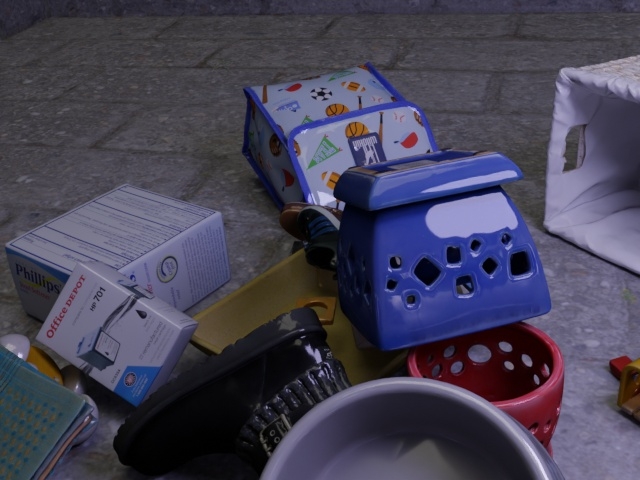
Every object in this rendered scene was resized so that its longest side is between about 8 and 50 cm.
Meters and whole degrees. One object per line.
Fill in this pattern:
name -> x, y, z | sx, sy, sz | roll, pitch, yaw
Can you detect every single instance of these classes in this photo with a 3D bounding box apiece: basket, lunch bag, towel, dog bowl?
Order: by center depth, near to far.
dog bowl -> 0.085, 0.296, 0.802 | 0.348, 0.102, 0.349 | -7, 60, 12
towel -> -0.458, 0.303, 0.959 | 0.271, 0.040, 0.370 | 20, 67, 37
basket -> 0.611, -0.139, 1.417 | 0.266, 0.328, 0.331 | -19, 32, -27
lunch bag -> 0.046, -0.193, 1.713 | 0.327, 0.239, 0.385 | -16, 47, -18

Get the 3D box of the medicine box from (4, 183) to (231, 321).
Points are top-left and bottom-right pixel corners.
medicine box -> -0.357, 0.039, 1.444 | 0.263, 0.149, 0.289 | 17, 37, 34

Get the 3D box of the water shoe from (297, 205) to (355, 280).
water shoe -> 0.000, 0.000, 1.370 | 0.080, 0.073, 0.203 | -25, 33, -23

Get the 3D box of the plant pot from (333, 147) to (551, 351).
plant pot -> 0.142, -0.004, 1.062 | 0.236, 0.212, 0.236 | -11, 10, -10

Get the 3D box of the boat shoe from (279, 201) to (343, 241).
boat shoe -> 0.020, -0.028, 1.516 | 0.207, 0.073, 0.073 | 22, 43, -18

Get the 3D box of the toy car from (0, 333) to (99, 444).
toy car -> -0.418, 0.234, 1.146 | 0.136, 0.159, 0.182 | -46, 38, 0

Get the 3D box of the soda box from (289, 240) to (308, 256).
soda box -> 0.030, 0.037, 1.479 | 0.169, 0.053, 0.060 | 0, 30, 9

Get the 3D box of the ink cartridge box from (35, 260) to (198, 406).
ink cartridge box -> -0.302, 0.136, 1.197 | 0.190, 0.140, 0.082 | 31, 5, 8

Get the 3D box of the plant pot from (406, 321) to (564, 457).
plant pot -> 0.206, 0.213, 1.018 | 0.191, 0.174, 0.191 | -4, 30, 2

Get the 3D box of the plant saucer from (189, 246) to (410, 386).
plant saucer -> 0.007, 0.146, 1.265 | 0.332, 0.081, 0.333 | 21, 39, 37

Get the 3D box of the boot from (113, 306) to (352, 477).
boot -> -0.085, 0.274, 1.008 | 0.348, 0.131, 0.260 | -35, 65, 13

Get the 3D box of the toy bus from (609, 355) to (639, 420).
toy bus -> 0.505, 0.180, 1.095 | 0.191, 0.104, 0.202 | 1, 31, 12

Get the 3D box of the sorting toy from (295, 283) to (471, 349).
sorting toy -> 0.129, 0.088, 1.219 | 0.347, 0.047, 0.196 | -7, 30, -3
